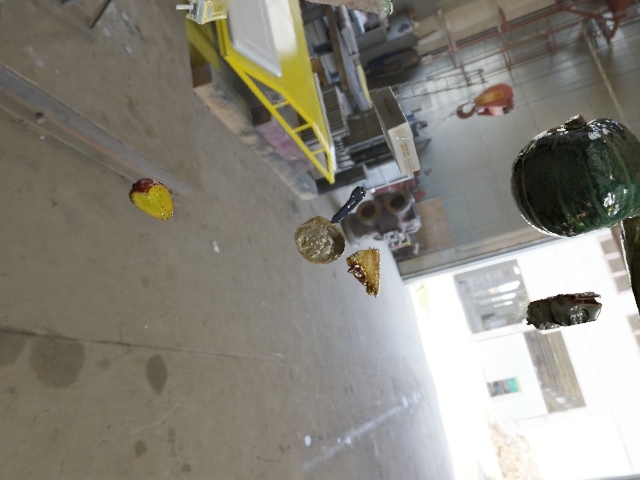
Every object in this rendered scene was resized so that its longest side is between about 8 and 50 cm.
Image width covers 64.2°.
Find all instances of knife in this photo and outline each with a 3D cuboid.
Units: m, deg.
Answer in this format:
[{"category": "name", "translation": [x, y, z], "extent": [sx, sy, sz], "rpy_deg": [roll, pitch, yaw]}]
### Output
[{"category": "knife", "translation": [0.064, -0.081, 1.200], "extent": [0.031, 0.121, 0.018], "rpy_deg": [36, 21, -20]}]

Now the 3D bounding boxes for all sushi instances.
[{"category": "sushi", "translation": [0.864, 0.255, 1.823], "extent": [0.332, 0.124, 0.129], "rpy_deg": [141, -54, -73]}]

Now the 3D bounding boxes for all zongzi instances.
[{"category": "zongzi", "translation": [0.983, 0.022, 1.545], "extent": [0.356, 0.174, 0.392], "rpy_deg": [27, 82, -39]}]

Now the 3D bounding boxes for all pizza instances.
[{"category": "pizza", "translation": [0.118, 0.076, 1.470], "extent": [0.194, 0.069, 0.154], "rpy_deg": [36, 54, -54]}]

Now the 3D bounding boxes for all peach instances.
[{"category": "peach", "translation": [-0.590, -0.152, 1.813], "extent": [0.172, 0.127, 0.092], "rpy_deg": [39, 51, -28]}]

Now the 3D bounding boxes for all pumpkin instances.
[{"category": "pumpkin", "translation": [0.557, -0.131, 1.154], "extent": [0.263, 0.197, 0.293], "rpy_deg": [68, -16, -7]}]

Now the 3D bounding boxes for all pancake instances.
[{"category": "pancake", "translation": [0.000, 0.000, 1.476], "extent": [0.025, 0.152, 0.151], "rpy_deg": [-69, 139, -64]}]

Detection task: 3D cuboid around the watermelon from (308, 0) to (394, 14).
[{"category": "watermelon", "translation": [0.038, -0.714, 1.272], "extent": [0.250, 0.293, 0.283], "rpy_deg": [92, -18, -79]}]

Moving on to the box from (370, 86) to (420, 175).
[{"category": "box", "translation": [0.221, -0.313, 1.490], "extent": [0.233, 0.067, 0.149], "rpy_deg": [54, 13, -58]}]

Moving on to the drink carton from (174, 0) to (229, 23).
[{"category": "drink carton", "translation": [-0.349, -0.695, 1.523], "extent": [0.084, 0.075, 0.200], "rpy_deg": [-67, 174, 35]}]
